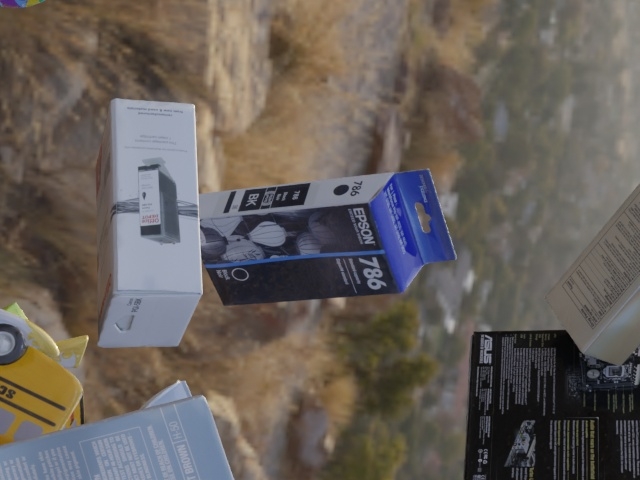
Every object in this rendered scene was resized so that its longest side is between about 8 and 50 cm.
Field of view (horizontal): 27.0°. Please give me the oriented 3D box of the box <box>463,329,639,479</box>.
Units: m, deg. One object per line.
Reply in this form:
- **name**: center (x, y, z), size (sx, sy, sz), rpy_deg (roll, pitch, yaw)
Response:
- **box**: center (0.172, 0.152, 0.885), size (0.077, 0.147, 0.180), rpy_deg (70, 22, -50)

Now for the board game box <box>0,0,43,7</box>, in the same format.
- **board game box**: center (-0.353, -0.353, 1.539), size (0.133, 0.169, 0.033), rpy_deg (-40, 163, 7)

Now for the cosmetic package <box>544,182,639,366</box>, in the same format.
- **cosmetic package**: center (0.204, 0.019, 0.863), size (0.041, 0.060, 0.115), rpy_deg (20, 118, -34)

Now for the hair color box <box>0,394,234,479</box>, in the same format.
- **hair color box**: center (-0.266, 0.242, 1.038), size (0.114, 0.374, 0.185), rpy_deg (69, -27, 20)

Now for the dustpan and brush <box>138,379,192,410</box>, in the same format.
- **dustpan and brush**: center (-0.216, 0.277, 1.561), size (0.211, 0.060, 0.147), rpy_deg (-28, 110, -18)

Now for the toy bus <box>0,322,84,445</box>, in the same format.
- **toy bus**: center (-0.413, 0.140, 1.424), size (0.108, 0.332, 0.130), rpy_deg (103, 12, -57)

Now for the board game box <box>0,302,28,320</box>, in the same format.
- **board game box**: center (-0.517, 0.183, 2.090), size (0.092, 0.043, 0.181), rpy_deg (58, 35, -12)

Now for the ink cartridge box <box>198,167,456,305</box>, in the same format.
- **ink cartridge box**: center (0.000, 0.000, 1.762), size (0.065, 0.332, 0.165), rpy_deg (-75, 150, -47)

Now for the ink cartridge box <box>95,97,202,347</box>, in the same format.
- **ink cartridge box**: center (-0.113, -0.009, 0.863), size (0.099, 0.056, 0.135), rpy_deg (123, -34, -62)

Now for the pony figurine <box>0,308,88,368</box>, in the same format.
- **pony figurine**: center (-0.551, 0.228, 1.901), size (0.303, 0.363, 0.351), rpy_deg (167, -58, -75)
